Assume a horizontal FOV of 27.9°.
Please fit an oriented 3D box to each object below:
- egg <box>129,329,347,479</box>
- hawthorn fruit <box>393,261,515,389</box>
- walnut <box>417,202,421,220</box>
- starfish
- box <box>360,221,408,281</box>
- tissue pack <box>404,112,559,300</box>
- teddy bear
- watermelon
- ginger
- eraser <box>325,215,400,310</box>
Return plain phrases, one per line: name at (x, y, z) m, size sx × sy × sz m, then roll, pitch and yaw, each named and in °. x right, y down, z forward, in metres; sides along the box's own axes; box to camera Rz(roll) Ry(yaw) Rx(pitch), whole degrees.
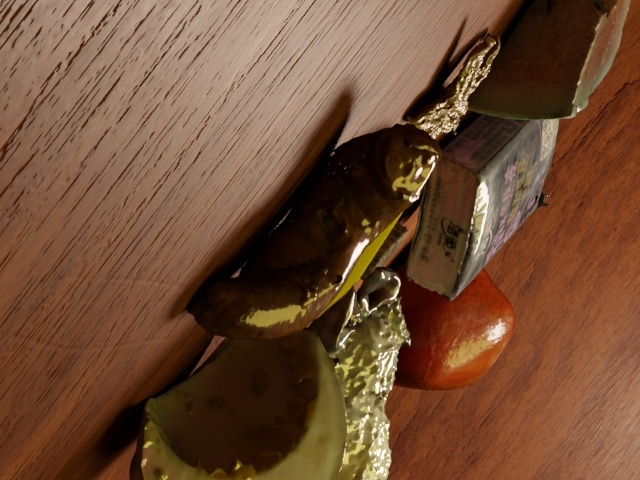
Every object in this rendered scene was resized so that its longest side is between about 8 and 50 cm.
egg at (-0.104, 0.226, 1.424) m, size 0.271 × 0.206 × 0.162 m, roll -37°, pitch -165°, yaw -31°
hawthorn fruit at (0.219, 0.156, 2.487) m, size 0.311 × 0.295 × 0.295 m, roll 6°, pitch 124°, yaw -51°
walnut at (0.196, -0.056, 2.206) m, size 0.091 × 0.052 × 0.121 m, roll -25°, pitch 134°, yaw -63°
starfish at (0.165, -0.169, 1.680) m, size 0.231 × 0.048 × 0.295 m, roll -40°, pitch 165°, yaw -54°
box at (0.087, 0.012, 1.959) m, size 0.098 × 0.045 × 0.062 m, roll -46°, pitch 169°, yaw -41°
tissue pack at (0.278, -0.094, 2.130) m, size 0.361 × 0.122 × 0.259 m, roll -41°, pitch 146°, yaw -46°
teddy bear at (-0.020, 0.208, 1.948) m, size 0.327 × 0.362 × 0.375 m, roll -23°, pitch -162°, yaw -38°
watermelon at (0.363, -0.285, 1.892) m, size 0.264 × 0.151 × 0.302 m, roll -39°, pitch 163°, yaw -54°
ginger at (0.000, -0.001, 1.328) m, size 0.309 × 0.107 × 0.133 m, roll -47°, pitch -177°, yaw -13°
eraser at (0.040, -0.018, 1.554) m, size 0.226 × 0.069 × 0.158 m, roll -58°, pitch 171°, yaw 28°
